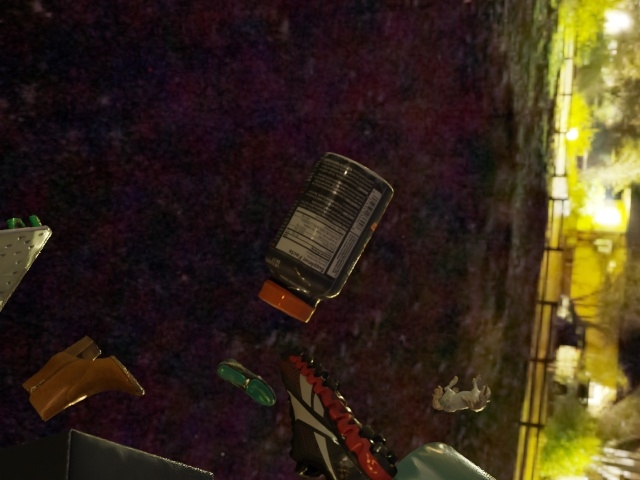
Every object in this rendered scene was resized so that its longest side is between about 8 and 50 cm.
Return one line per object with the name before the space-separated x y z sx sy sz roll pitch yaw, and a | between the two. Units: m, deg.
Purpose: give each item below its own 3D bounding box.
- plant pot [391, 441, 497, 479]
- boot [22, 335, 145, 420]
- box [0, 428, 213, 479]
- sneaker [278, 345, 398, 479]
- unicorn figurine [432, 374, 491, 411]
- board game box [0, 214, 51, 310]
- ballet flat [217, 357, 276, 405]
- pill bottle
plant pot | 0.220 0.493 1.068 0.293 0.235 0.293 -22 121 -42
boot | -0.582 0.365 1.718 0.211 0.295 0.104 -44 136 -26
box | -0.508 0.588 1.315 0.480 0.471 0.297 50 28 -56
sneaker | -0.006 0.282 1.084 0.135 0.276 0.097 -41 142 -1
unicorn figurine | 0.292 0.308 1.401 0.060 0.162 0.111 54 32 -4
board game box | -0.789 0.092 1.400 0.390 0.390 0.050 -10 61 -52
ballet flat | -0.199 0.388 1.968 0.070 0.188 0.070 -53 -175 7
pill bottle | 0.000 0.000 1.077 0.246 0.130 0.130 -61 155 -4
